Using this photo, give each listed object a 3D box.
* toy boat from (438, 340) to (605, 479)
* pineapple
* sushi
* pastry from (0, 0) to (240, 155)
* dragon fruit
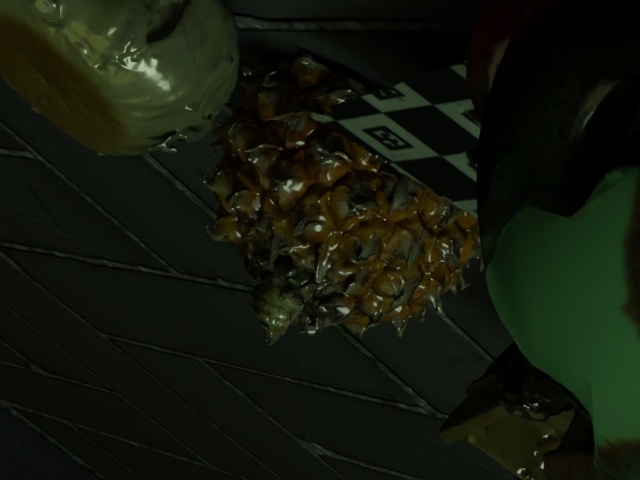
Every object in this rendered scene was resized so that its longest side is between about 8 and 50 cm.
[{"bbox_3d":[0.204,0.100,0.986,0.136,0.162,0.445,34,163,-19],"label":"toy boat"},{"bbox_3d":[0.001,-0.001,1.080,0.176,0.137,0.161,43,159,-29],"label":"pineapple"},{"bbox_3d":[0.123,-0.047,0.920,0.192,0.040,0.210,31,161,-19],"label":"sushi"},{"bbox_3d":[-0.120,-0.114,1.045,0.166,0.088,0.166,30,156,15],"label":"pastry"},{"bbox_3d":[0.157,-0.001,0.706,0.268,0.130,0.295,51,154,4],"label":"dragon fruit"}]
